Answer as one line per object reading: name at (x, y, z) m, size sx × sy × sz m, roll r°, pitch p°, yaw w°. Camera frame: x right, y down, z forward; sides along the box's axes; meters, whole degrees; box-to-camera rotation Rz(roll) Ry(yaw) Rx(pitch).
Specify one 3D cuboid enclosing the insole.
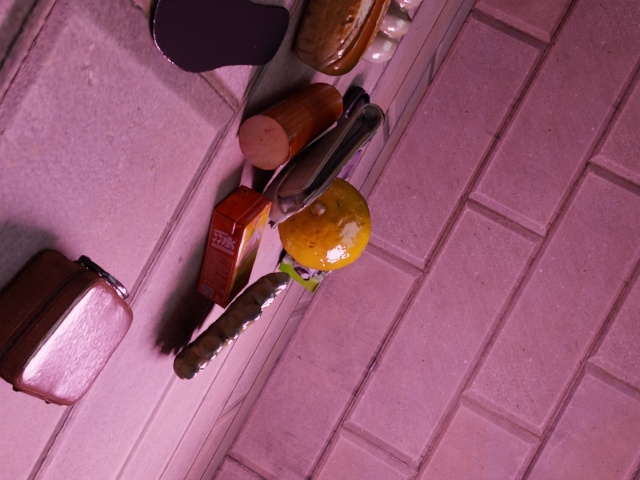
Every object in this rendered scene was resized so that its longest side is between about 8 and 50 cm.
insole at (-0.108, -0.259, 0.718) m, size 0.119 × 0.009 × 0.348 m, roll -63°, pitch 172°, yaw 21°

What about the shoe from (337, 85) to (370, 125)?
shoe at (0.102, -0.311, 1.561) m, size 0.108 × 0.093 × 0.241 m, roll -57°, pitch 173°, yaw -17°

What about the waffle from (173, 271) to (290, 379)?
waffle at (-0.181, 0.164, 1.193) m, size 0.292 × 0.056 × 0.309 m, roll -44°, pitch -177°, yaw -12°

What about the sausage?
sausage at (-0.033, -0.217, 1.041) m, size 0.312 × 0.092 × 0.093 m, roll -51°, pitch 167°, yaw -56°

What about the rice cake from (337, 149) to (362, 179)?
rice cake at (0.059, -0.225, 1.736) m, size 0.106 × 0.050 × 0.298 m, roll -63°, pitch 172°, yaw 18°

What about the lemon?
lemon at (0.009, -0.040, 1.419) m, size 0.236 × 0.235 × 0.263 m, roll -63°, pitch -179°, yaw 13°

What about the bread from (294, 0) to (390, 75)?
bread at (0.050, -0.382, 0.939) m, size 0.140 × 0.106 × 0.236 m, roll -43°, pitch 159°, yaw -61°

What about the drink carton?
drink carton at (-0.163, 0.015, 1.094) m, size 0.096 × 0.071 × 0.223 m, roll -50°, pitch 167°, yaw -48°

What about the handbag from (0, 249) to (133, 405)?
handbag at (-0.280, 0.097, 0.646) m, size 0.151 × 0.072 × 0.193 m, roll -58°, pitch 170°, yaw -23°

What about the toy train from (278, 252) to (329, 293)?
toy train at (0.000, 0.000, 1.764) m, size 0.307 × 0.173 × 0.249 m, roll -57°, pitch 180°, yaw -29°

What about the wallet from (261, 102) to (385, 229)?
wallet at (-0.017, -0.129, 1.105) m, size 0.223 × 0.077 × 0.309 m, roll -48°, pitch -170°, yaw -16°

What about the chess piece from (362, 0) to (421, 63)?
chess piece at (0.150, -0.483, 1.217) m, size 0.243 × 0.133 × 0.133 m, roll -58°, pitch 175°, yaw 29°
